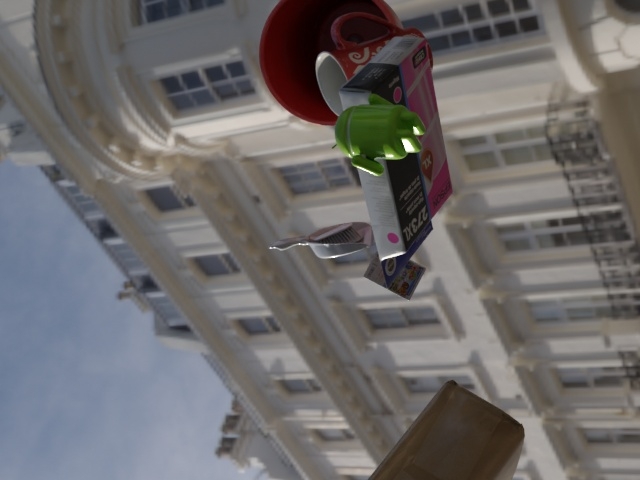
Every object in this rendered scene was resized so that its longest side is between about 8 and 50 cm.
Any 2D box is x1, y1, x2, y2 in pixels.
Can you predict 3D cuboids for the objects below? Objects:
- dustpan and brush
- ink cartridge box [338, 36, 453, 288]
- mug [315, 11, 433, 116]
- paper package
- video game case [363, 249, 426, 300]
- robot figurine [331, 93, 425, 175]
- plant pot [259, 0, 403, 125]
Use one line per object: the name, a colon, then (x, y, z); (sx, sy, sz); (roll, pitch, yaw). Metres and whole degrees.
dustpan and brush: (0.000, 0.000, 1.960); (0.147, 0.211, 0.060); (-78, -33, -72)
ink cartridge box: (0.131, -0.115, 1.514); (0.176, 0.069, 0.371); (-48, -43, -40)
mug: (0.093, -0.296, 1.579); (0.169, 0.113, 0.150); (-23, -39, -20)
paper package: (0.195, 0.453, 1.688); (0.325, 0.168, 0.309); (-48, -24, -18)
video game case: (0.172, 0.074, 2.238); (0.087, 0.122, 0.011); (-63, -6, 6)
robot figurine: (0.068, -0.133, 1.177); (0.067, 0.115, 0.101); (43, -125, -55)
plant pot: (0.047, -0.372, 1.869); (0.243, 0.275, 0.275); (-44, -57, -67)
